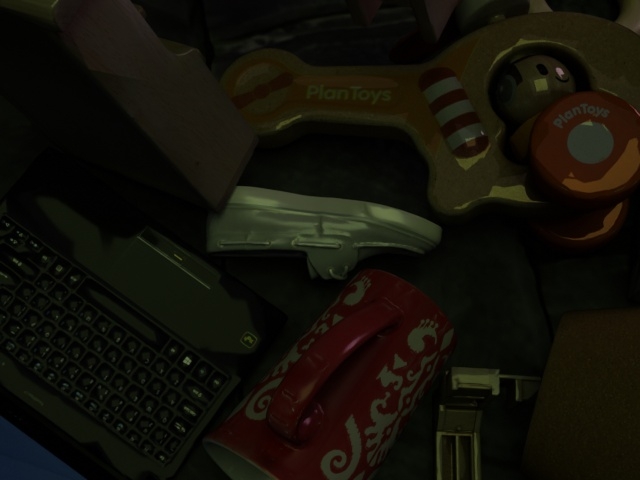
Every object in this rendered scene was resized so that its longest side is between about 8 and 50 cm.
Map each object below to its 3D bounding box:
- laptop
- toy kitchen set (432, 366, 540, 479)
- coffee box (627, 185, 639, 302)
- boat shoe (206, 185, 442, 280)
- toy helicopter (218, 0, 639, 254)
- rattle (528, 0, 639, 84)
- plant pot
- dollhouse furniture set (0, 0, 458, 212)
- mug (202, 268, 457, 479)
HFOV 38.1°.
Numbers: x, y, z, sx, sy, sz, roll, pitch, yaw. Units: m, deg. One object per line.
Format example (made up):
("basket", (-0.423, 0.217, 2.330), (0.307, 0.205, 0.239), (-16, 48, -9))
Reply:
("laptop", (-0.184, 0.078, 0.623), (0.234, 0.136, 0.264), (36, 74, 3))
("toy kitchen set", (0.120, 0.135, 0.658), (0.068, 0.083, 0.075), (3, 67, -1))
("coffee box", (0.316, -0.077, 0.716), (0.098, 0.141, 0.246), (11, 74, 2))
("boat shoe", (0.000, 0.000, 0.722), (0.184, 0.066, 0.063), (9, 80, -2))
("toy helicopter", (0.091, -0.126, 0.746), (0.355, 0.140, 0.234), (4, 73, 12))
("rattle", (0.243, -0.201, 0.780), (0.130, 0.143, 0.199), (11, 60, -18))
("plant pot", (0.271, 0.134, 0.609), (0.254, 0.237, 0.237), (16, 67, 17))
("dollhouse furniture set", (-0.092, -0.263, 0.669), (0.362, 0.256, 0.394), (21, 75, 24))
("mug", (0.020, 0.107, 0.636), (0.113, 0.150, 0.169), (43, 66, -6))
